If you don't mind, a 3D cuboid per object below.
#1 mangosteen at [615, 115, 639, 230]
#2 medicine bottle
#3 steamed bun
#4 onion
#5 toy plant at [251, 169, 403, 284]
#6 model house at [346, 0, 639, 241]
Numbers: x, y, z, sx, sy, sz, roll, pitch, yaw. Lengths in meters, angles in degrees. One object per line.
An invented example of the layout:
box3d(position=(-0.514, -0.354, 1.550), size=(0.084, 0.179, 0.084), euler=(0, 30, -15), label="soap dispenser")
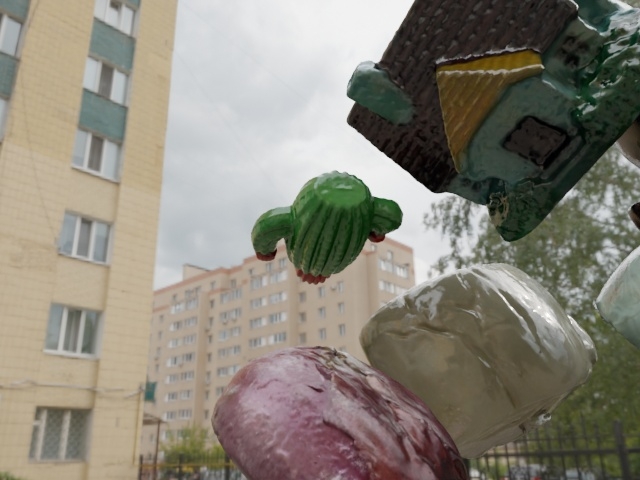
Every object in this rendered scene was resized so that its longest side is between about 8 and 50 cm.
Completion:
box3d(position=(0.422, -0.120, 0.629), size=(0.235, 0.261, 0.235), euler=(24, 4, -2), label="mangosteen")
box3d(position=(0.364, 0.051, 0.545), size=(0.147, 0.147, 0.143), euler=(16, -64, -38), label="medicine bottle")
box3d(position=(0.243, 0.153, 0.823), size=(0.236, 0.247, 0.383), euler=(-37, -26, 19), label="steamed bun")
box3d(position=(0.053, 0.190, 0.483), size=(0.120, 0.283, 0.227), euler=(-52, -23, 5), label="onion")
box3d(position=(-0.008, -0.004, 0.715), size=(0.154, 0.088, 0.240), euler=(13, -29, -32), label="toy plant")
box3d(position=(0.182, -0.191, 0.659), size=(0.249, 0.230, 0.280), euler=(23, -56, -14), label="model house")
